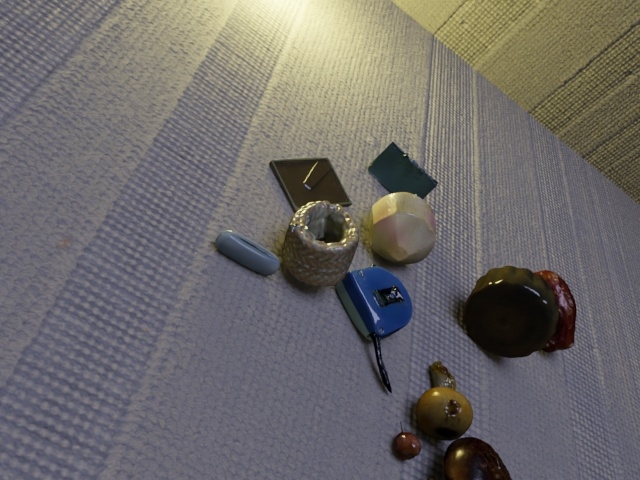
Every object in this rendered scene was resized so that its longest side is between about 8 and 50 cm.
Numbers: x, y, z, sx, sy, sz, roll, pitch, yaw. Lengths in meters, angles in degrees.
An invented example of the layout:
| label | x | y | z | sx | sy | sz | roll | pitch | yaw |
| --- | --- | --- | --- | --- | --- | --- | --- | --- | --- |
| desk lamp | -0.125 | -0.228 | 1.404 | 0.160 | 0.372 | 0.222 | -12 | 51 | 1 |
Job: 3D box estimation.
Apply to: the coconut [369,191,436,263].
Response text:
| label | x | y | z | sx | sy | sz | roll | pitch | yaw |
| --- | --- | --- | --- | --- | --- | --- | --- | --- | --- |
| coconut | 0.261 | -0.034 | 1.975 | 0.236 | 0.197 | 0.237 | 30 | 39 | -28 |

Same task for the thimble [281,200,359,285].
| label | x | y | z | sx | sy | sz | roll | pitch | yaw |
| --- | --- | --- | --- | --- | --- | --- | --- | --- | --- |
| thimble | 0.003 | 0.005 | 1.704 | 0.196 | 0.148 | 0.229 | 27 | 38 | 10 |

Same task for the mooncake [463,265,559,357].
| label | x | y | z | sx | sy | sz | roll | pitch | yaw |
| --- | --- | --- | --- | --- | --- | --- | --- | --- | --- |
| mooncake | 0.614 | 0.221 | 2.018 | 0.290 | 0.290 | 0.161 | 46 | 35 | -2 |

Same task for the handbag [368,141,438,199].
| label | x | y | z | sx | sy | sz | roll | pitch | yaw |
| --- | --- | --- | --- | --- | --- | --- | --- | --- | --- |
| handbag | 0.288 | -0.227 | 2.198 | 0.221 | 0.144 | 0.057 | 43 | 38 | -4 |

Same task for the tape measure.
| label | x | y | z | sx | sy | sz | roll | pitch | yaw |
| --- | --- | --- | --- | --- | --- | --- | --- | --- | --- |
| tape measure | 0.187 | 0.234 | 1.770 | 0.215 | 0.098 | 0.351 | -10 | 68 | -45 |

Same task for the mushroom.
| label | x | y | z | sx | sy | sz | roll | pitch | yaw |
| --- | --- | --- | --- | --- | --- | --- | --- | --- | --- |
| mushroom | 0.385 | 0.638 | 1.561 | 0.278 | 0.163 | 0.297 | 25 | 46 | -27 |

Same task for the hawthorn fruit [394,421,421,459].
| label | x | y | z | sx | sy | sz | roll | pitch | yaw |
| --- | --- | --- | --- | --- | --- | --- | --- | --- | --- |
| hawthorn fruit | 0.215 | 0.503 | 1.595 | 0.066 | 0.067 | 0.103 | 15 | 40 | -34 |

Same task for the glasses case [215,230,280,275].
| label | x | y | z | sx | sy | sz | roll | pitch | yaw |
| --- | --- | --- | --- | --- | --- | --- | --- | --- | --- |
| glasses case | -0.186 | 0.033 | 1.610 | 0.178 | 0.067 | 0.045 | 31 | 42 | -19 |

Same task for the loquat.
| label | x | y | z | sx | sy | sz | roll | pitch | yaw |
| --- | --- | --- | --- | --- | --- | --- | --- | --- | --- |
| loquat | 0.329 | 0.460 | 1.670 | 0.163 | 0.163 | 0.137 | 14 | 58 | -34 |

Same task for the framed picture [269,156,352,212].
| label | x | y | z | sx | sy | sz | roll | pitch | yaw |
| --- | --- | --- | --- | --- | --- | --- | --- | --- | --- |
| framed picture | -0.026 | -0.179 | 1.967 | 0.260 | 0.023 | 0.189 | -11 | 66 | -47 |

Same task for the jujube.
| label | x | y | z | sx | sy | sz | roll | pitch | yaw |
| --- | --- | --- | --- | --- | --- | --- | --- | --- | --- |
| jujube | 0.827 | 0.254 | 2.271 | 0.197 | 0.197 | 0.290 | 0 | 74 | -42 |

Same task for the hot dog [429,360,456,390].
| label | x | y | z | sx | sy | sz | roll | pitch | yaw |
| --- | --- | --- | --- | --- | --- | --- | --- | --- | --- |
| hot dog | 0.358 | 0.413 | 1.800 | 0.078 | 0.061 | 0.169 | 24 | 45 | -29 |
